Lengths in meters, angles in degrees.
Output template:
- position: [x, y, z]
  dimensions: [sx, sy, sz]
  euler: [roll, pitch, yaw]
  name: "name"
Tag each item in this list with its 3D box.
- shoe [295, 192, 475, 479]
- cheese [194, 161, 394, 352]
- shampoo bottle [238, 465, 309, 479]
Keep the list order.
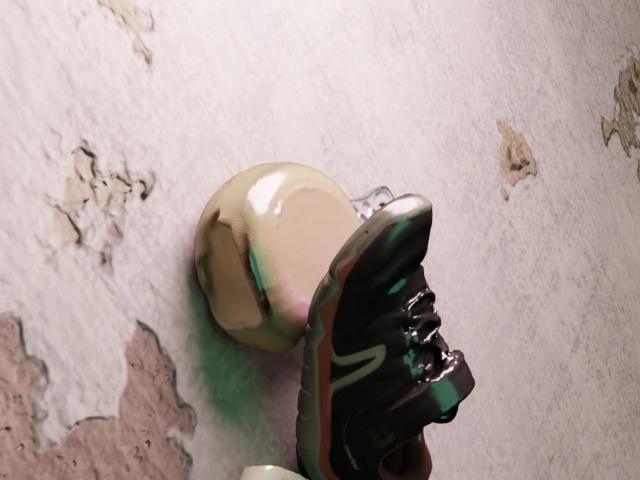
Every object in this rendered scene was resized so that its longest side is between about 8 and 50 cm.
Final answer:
- position: [0.063, 0.106, 0.811]
  dimensions: [0.114, 0.137, 0.290]
  euler: [-28, 132, -55]
  name: "shoe"
- position: [0.000, 0.000, 0.895]
  dimensions: [0.286, 0.082, 0.163]
  euler: [-18, 94, -53]
  name: "cheese"
- position: [-0.045, 0.267, 0.780]
  dimensions: [0.077, 0.045, 0.151]
  euler: [34, 52, -42]
  name: "shampoo bottle"
